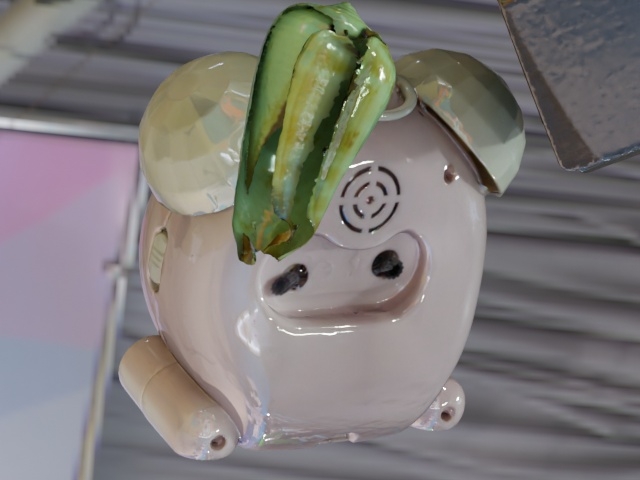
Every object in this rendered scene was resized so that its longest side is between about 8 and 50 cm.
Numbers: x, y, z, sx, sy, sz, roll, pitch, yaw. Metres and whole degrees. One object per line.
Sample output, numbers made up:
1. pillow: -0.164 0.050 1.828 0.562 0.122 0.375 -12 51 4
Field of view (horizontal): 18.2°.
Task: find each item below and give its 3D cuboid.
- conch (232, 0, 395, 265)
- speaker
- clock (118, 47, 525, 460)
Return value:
1. conch: -0.004 -0.065 1.174 0.106 0.079 0.170 162 -55 -69
2. speaker: 0.265 -0.187 1.577 0.153 0.230 0.193 -91 159 -65
3. clock: 0.000 0.000 1.659 0.184 0.342 0.326 32 -60 48
